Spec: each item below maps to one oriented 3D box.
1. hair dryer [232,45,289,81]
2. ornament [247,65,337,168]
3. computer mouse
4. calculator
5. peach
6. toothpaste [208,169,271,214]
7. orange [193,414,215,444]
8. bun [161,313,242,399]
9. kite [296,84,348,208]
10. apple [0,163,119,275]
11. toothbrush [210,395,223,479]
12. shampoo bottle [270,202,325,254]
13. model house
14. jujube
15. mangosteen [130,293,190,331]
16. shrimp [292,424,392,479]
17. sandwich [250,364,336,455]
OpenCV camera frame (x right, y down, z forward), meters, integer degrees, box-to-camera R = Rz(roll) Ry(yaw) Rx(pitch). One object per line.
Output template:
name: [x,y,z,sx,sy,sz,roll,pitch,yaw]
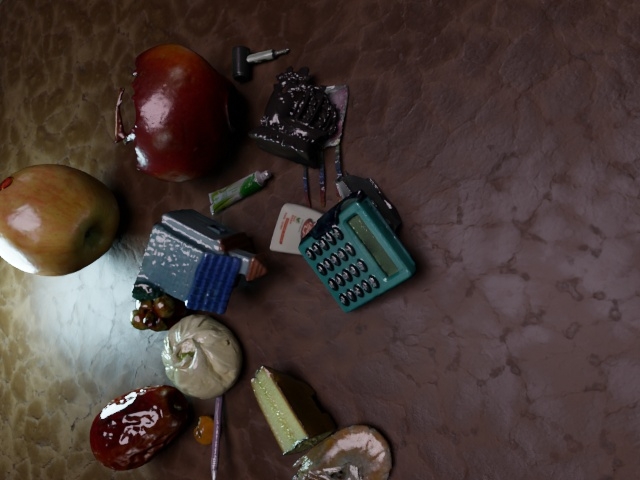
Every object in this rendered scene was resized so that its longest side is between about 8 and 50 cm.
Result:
hair dryer: [-0.186,-0.564,1.581,0.197,0.057,0.101,-7,82,23]
ornament: [-0.059,-0.363,1.452,0.251,0.106,0.261,25,85,26]
computer mouse: [0.115,-0.086,1.319,0.231,0.126,0.071,53,130,18]
calculator: [0.078,0.039,1.274,0.274,0.058,0.248,-37,88,40]
peach: [-0.404,-0.378,1.518,0.309,0.335,0.406,7,82,3]
toothpaste: [-0.253,-0.157,1.571,0.247,0.047,0.078,-23,69,27]
orange: [-0.343,0.569,1.523,0.086,0.062,0.086,-2,85,26]
bun: [-0.369,0.349,1.509,0.259,0.160,0.259,-3,84,30]
kite: [0.003,-0.273,1.454,0.204,0.022,0.361,-12,77,29]
apple: [-0.889,-0.066,1.726,0.346,0.391,0.392,23,95,21]
toothbrush: [-0.304,0.618,1.457,0.024,0.029,0.354,-9,62,16]
shampoo bottle: [0.000,0.000,1.393,0.284,0.071,0.153,21,96,31]
model house: [-0.299,0.076,1.452,0.329,0.295,0.252,18,101,8]
jujube: [-0.559,0.573,1.571,0.318,0.223,0.223,-31,70,14]
mangosteen: [-0.497,0.207,1.576,0.199,0.200,0.200,-4,82,29]
shrimp: [0.045,0.591,1.300,0.317,0.077,0.168,-38,70,17]
sandwich: [-0.084,0.443,1.358,0.122,0.128,0.236,-47,57,19]
